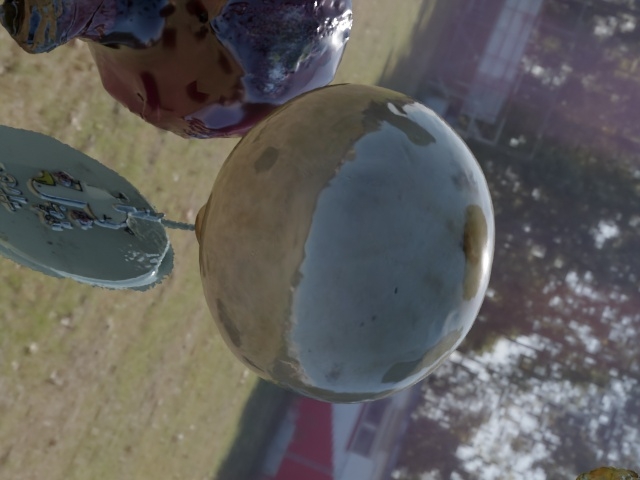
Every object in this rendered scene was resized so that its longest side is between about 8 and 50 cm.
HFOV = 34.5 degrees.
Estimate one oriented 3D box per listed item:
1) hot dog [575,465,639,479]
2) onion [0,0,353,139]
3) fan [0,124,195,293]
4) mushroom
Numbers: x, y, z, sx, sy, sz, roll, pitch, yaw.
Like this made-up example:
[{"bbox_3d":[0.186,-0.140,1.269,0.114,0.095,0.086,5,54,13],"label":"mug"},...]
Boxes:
[{"bbox_3d":[0.221,0.267,0.752,0.103,0.146,0.213,50,62,-33],"label":"hot dog"},{"bbox_3d":[-0.192,-0.305,1.217,0.420,0.398,0.398,-9,129,-40],"label":"onion"},{"bbox_3d":[-0.176,-0.026,1.001,0.415,0.233,0.012,10,126,-46],"label":"fan"},{"bbox_3d":[0.000,0.000,0.688,0.215,0.207,0.207,7,-110,50],"label":"mushroom"}]
